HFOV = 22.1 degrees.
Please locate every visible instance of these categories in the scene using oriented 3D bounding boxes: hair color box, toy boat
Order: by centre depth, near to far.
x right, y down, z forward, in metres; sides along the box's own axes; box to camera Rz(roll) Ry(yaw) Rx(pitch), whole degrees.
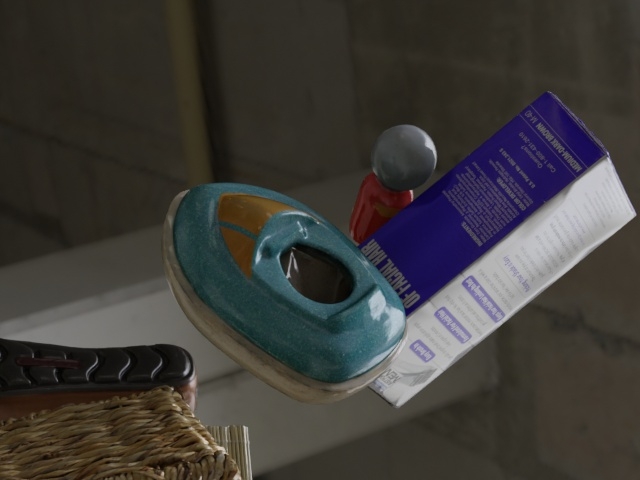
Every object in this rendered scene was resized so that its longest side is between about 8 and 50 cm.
[{"bbox_3d":[0.000,0.000,1.596,0.267,0.318,0.148,37,-46,13],"label":"toy boat"},{"bbox_3d":[0.155,0.016,1.711,0.110,0.339,0.185,51,3,27],"label":"hair color box"}]

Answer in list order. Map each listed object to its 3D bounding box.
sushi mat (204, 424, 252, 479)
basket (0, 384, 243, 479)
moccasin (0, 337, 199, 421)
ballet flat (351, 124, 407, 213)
[{"bbox_3d":[-0.166,0.429,2.440,0.019,0.151,0.316,139,-51,-60],"label":"sushi mat"},{"bbox_3d":[-0.217,0.266,1.326,0.223,0.299,0.213,-149,-129,-69],"label":"basket"},{"bbox_3d":[-0.338,0.196,1.968,0.139,0.380,0.147,-117,-150,-56],"label":"moccasin"},{"bbox_3d":[0.090,-0.089,2.195,0.049,0.057,0.173,44,-52,6],"label":"ballet flat"}]
